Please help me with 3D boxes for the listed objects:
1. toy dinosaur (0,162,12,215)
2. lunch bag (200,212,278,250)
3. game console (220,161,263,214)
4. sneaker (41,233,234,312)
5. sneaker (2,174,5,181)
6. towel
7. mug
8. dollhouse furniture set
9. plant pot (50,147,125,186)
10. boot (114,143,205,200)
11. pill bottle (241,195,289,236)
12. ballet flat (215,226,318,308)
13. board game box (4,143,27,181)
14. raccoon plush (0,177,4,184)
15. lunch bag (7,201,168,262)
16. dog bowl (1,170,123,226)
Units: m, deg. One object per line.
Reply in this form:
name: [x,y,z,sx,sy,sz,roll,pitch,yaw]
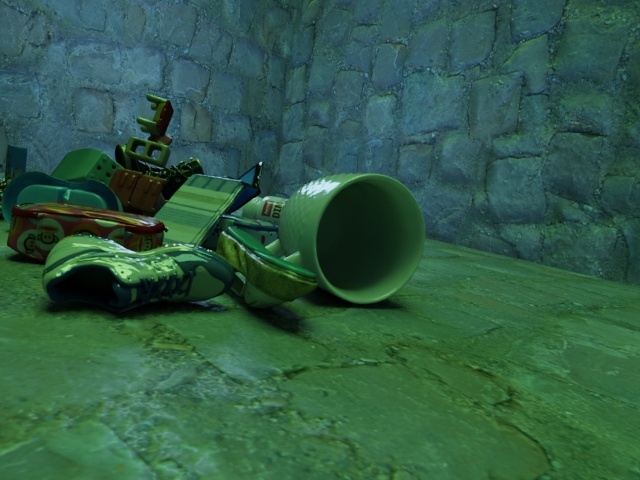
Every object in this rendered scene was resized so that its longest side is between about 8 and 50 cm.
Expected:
toy dinosaur: [-0.981,-0.140,1.367,0.321,0.164,0.218,25,9,-44]
lunch bag: [-0.291,-0.030,1.456,0.303,0.115,0.243,13,6,23]
game console: [-0.360,-0.170,1.634,0.293,0.174,0.250,-32,-25,25]
sneaker: [-0.288,0.074,0.765,0.296,0.112,0.131,5,25,-18]
sneaker: [-1.144,-0.201,1.812,0.109,0.107,0.275,21,8,-8]
towel: [-0.365,-0.080,1.340,0.209,0.285,0.034,12,-37,26]
mug: [0.000,0.000,1.104,0.373,0.276,0.328,-28,18,-19]
dollhouse furniture set: [-0.517,-0.235,1.483,0.152,0.375,0.201,16,-16,-2]
plant pot: [-0.737,-0.192,1.506,0.234,0.166,0.165,-4,-37,41]
boot: [-0.580,-0.244,1.731,0.284,0.377,0.138,-20,63,-20]
pill bottle: [-0.163,-0.093,1.903,0.282,0.161,0.160,10,7,12]
ballet flat: [-0.118,0.066,0.894,0.123,0.123,0.348,4,12,-33]
board game box: [-1.035,-0.215,1.586,0.047,0.211,0.160,4,9,-39]
raccoon plush: [-1.111,-0.261,1.486,0.446,0.216,0.299,-15,4,28]
lunch bag: [-0.506,-0.013,1.061,0.292,0.120,0.258,9,3,-11]
dog bowl: [-0.665,-0.083,1.229,0.296,0.166,0.074,8,-2,-3]
